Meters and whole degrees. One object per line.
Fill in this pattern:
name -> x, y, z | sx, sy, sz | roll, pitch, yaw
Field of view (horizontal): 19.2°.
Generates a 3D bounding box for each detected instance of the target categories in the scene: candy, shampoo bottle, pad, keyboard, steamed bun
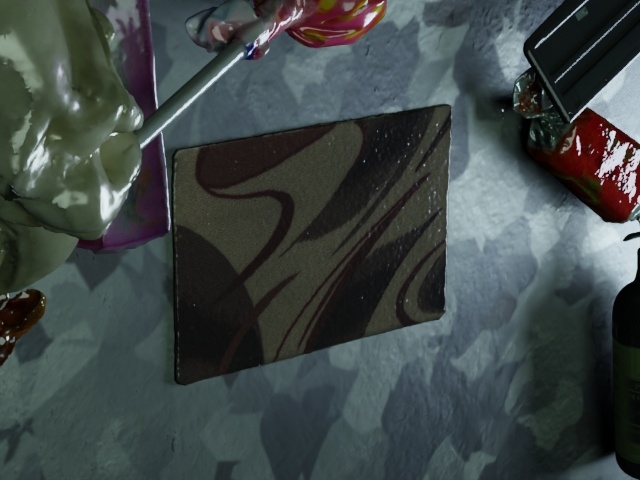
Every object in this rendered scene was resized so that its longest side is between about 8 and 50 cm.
candy -> 0.278, -0.083, 1.921 | 0.292, 0.059, 0.086 | 36, 80, -40
shampoo bottle -> 0.361, 0.116, 2.017 | 0.101, 0.101, 0.284 | -21, 117, -35
candy -> -0.055, -0.159, 1.515 | 0.365, 0.124, 0.124 | -48, 131, -45
pad -> 0.000, 0.000, 1.743 | 0.330, 0.004, 0.220 | -13, 111, -38
keyboard -> 0.270, -0.195, 1.858 | 0.381, 0.041, 0.103 | -44, 108, -39
steamed bun -> -0.246, -0.103, 1.332 | 0.275, 0.320, 0.206 | 48, 47, -3

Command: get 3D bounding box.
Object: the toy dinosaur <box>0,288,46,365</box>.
toy dinosaur -> -0.384, 0.166, 1.406 | 0.432, 0.097, 0.208 | -49, 142, -13

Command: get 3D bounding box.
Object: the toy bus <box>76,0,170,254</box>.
toy bus -> -0.178, -0.132, 1.486 | 0.090, 0.112, 0.274 | -16, 113, -28
